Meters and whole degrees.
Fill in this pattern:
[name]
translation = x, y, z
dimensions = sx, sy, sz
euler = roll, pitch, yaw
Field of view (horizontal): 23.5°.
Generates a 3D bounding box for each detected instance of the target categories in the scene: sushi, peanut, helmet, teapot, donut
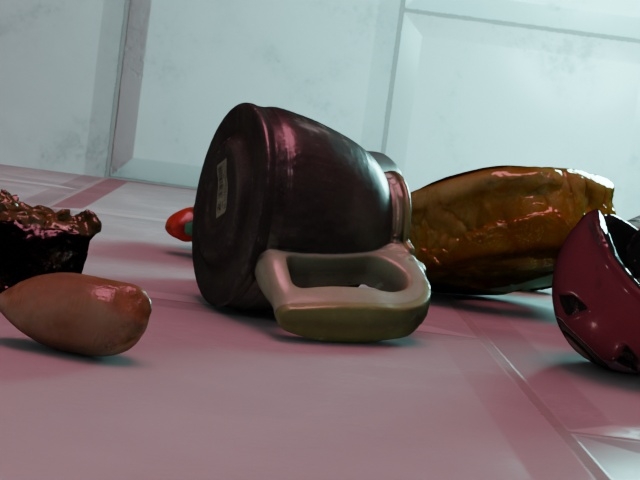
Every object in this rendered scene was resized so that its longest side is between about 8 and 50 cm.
[sushi]
translation = -0.355, 0.002, 1.657
dimensions = 0.212, 0.115, 0.147
euler = 12, 7, 38
[peanut]
translation = -0.223, 0.065, 1.387
dimensions = 0.152, 0.076, 0.076
euler = 3, 3, 18
[helmet]
translation = 0.332, 0.071, 1.701
dimensions = 0.198, 0.154, 0.253
euler = 47, 25, 9
[teapot]
translation = 0.002, -0.023, 1.769
dimensions = 0.239, 0.240, 0.321
euler = 8, 4, -22
[donut]
translation = 0.266, -0.007, 2.172
dimensions = 0.330, 0.160, 0.330
euler = -10, -19, -4

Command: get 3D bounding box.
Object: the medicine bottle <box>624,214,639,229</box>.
[medicine bottle]
translation = 0.452, 0.028, 2.086
dimensions = 0.250, 0.131, 0.131
euler = -21, 21, -33

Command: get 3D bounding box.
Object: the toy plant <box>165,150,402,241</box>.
[toy plant]
translation = -0.048, -0.049, 2.361
dimensions = 0.400, 0.185, 0.279
euler = -8, 35, -41

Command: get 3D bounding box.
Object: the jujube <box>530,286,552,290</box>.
[jujube]
translation = 0.312, 0.029, 2.418
dimensions = 0.165, 0.104, 0.104
euler = 9, 5, 0
